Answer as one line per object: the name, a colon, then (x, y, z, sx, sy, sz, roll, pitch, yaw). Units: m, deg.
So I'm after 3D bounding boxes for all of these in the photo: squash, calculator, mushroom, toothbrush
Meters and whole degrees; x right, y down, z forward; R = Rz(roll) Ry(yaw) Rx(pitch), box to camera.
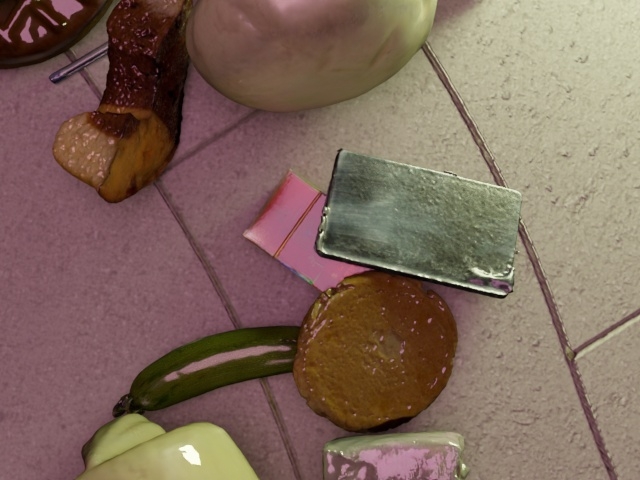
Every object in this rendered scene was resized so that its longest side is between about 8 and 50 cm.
squash: (-0.124, 0.160, 1.762, 0.318, 0.071, 0.080, -15, 125, -1)
calculator: (0.132, -0.023, 1.742, 0.262, 0.021, 0.161, 14, 64, -2)
mushroom: (-0.036, -0.292, 1.636, 0.356, 0.315, 0.315, 31, 89, -26)
toothbrush: (-0.269, -0.270, 1.809, 0.219, 0.019, 0.016, -30, 85, 2)

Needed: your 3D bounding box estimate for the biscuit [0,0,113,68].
biscuit: (-0.455, -0.378, 1.775, 0.366, 0.115, 0.268, 42, 89, 5)

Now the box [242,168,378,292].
box: (0.000, 0.000, 1.771, 0.175, 0.048, 0.112, 35, 90, 3)

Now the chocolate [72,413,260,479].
chocolate: (-0.199, 0.360, 1.628, 0.314, 0.326, 0.297, -25, 90, -31)

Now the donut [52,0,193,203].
donut: (-0.246, -0.180, 1.752, 0.112, 0.151, 0.295, 19, 76, 17)

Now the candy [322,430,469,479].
candy: (0.092, 0.312, 1.697, 0.195, 0.185, 0.137, -3, 83, 7)

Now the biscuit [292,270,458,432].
biscuit: (0.070, 0.143, 1.739, 0.226, 0.042, 0.226, -2, 98, -15)
